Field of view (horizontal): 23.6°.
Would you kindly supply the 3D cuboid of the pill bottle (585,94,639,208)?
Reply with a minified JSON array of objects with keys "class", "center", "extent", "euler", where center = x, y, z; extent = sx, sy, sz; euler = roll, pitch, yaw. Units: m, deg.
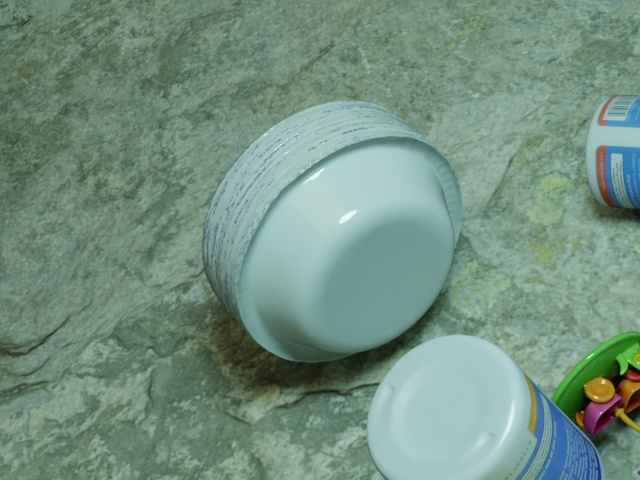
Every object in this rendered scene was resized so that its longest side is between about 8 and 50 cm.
[{"class":"pill bottle","center":[0.403,-0.089,1.615],"extent":[0.221,0.124,0.124],"euler":[6,57,33]}]

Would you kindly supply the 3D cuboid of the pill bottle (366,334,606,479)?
[{"class":"pill bottle","center":[0.167,0.208,1.389],"extent":[0.152,0.272,0.152],"euler":[-18,51,24]}]

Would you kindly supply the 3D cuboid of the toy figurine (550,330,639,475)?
[{"class":"toy figurine","center":[0.332,0.177,1.468],"extent":[0.173,0.130,0.159],"euler":[-26,54,-26]}]

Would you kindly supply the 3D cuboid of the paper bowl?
[{"class":"paper bowl","center":[0.028,0.006,1.638],"extent":[0.284,0.284,0.148],"euler":[-40,46,-6]}]
